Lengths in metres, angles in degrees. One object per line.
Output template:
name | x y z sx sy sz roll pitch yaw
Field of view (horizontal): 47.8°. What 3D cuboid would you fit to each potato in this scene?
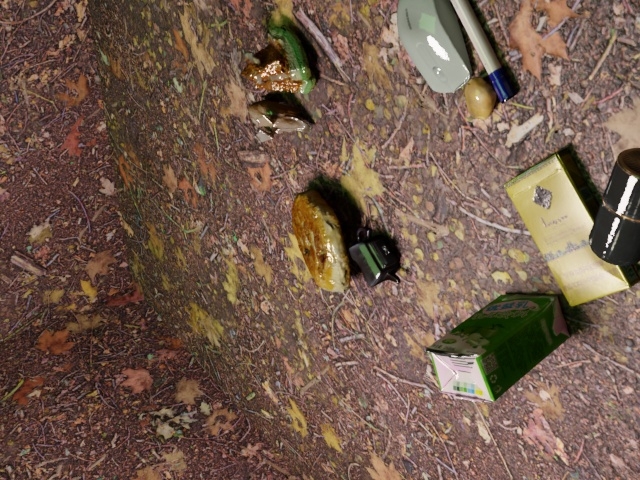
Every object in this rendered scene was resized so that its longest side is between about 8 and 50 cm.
potato | 0.313 -0.278 1.417 0.068 0.062 0.083 -98 13 -60

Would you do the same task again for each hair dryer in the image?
hair dryer | 0.607 0.011 1.143 0.352 0.107 0.189 35 139 32

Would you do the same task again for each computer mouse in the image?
computer mouse | 0.222 -0.403 1.459 0.128 0.079 0.231 -10 106 61

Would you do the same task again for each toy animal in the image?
toy animal | -0.104 -0.343 1.974 0.188 0.179 0.089 16 133 5

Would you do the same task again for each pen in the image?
pen | 0.302 -0.389 1.385 0.269 0.033 0.033 64 149 3

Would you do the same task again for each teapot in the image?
teapot | 0.150 0.040 1.863 0.177 0.087 0.096 60 145 11

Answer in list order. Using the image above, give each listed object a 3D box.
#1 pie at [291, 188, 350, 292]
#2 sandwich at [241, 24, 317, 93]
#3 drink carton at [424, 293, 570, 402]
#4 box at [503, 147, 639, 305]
pie | 0.000 0.000 1.992 0.315 0.092 0.315 162 90 -76
sandwich | -0.112 -0.448 1.857 0.185 0.159 0.109 57 168 29
drink carton | 0.363 0.211 1.474 0.161 0.271 0.108 -2 113 56
box | 0.471 -0.019 1.373 0.279 0.041 0.153 63 149 5
